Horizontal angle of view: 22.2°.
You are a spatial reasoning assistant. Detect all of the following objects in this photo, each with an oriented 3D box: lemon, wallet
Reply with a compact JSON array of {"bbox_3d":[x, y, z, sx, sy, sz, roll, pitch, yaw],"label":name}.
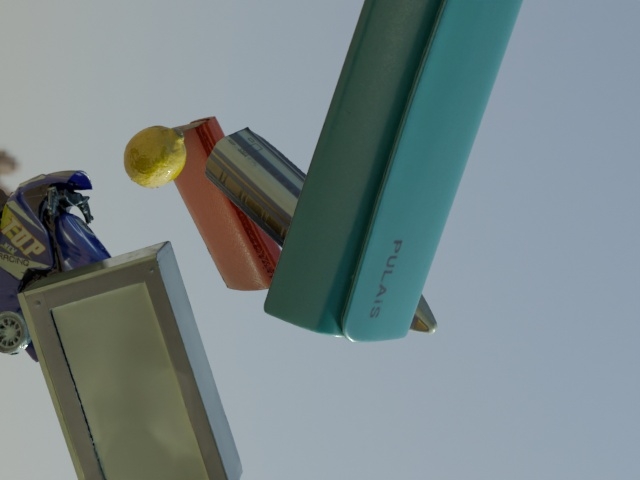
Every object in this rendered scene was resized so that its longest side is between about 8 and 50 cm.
[{"bbox_3d":[-0.172,-0.089,1.711,0.083,0.062,0.062,-40,-140,25],"label":"lemon"},{"bbox_3d":[-0.113,-0.041,1.857,0.142,0.045,0.204,-5,-67,62],"label":"wallet"}]

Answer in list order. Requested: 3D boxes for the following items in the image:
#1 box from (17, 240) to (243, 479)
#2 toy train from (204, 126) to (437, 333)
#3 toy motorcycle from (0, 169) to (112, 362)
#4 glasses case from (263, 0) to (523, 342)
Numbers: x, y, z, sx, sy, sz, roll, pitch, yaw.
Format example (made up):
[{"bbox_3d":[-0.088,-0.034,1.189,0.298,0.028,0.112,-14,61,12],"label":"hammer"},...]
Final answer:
[{"bbox_3d":[-0.166,0.130,1.445,0.086,0.129,0.225,-72,145,-81],"label":"box"},{"bbox_3d":[0.001,0.000,1.397,0.252,0.048,0.055,42,-52,23],"label":"toy train"},{"bbox_3d":[-0.250,0.039,1.617,0.169,0.315,0.113,-45,164,9],"label":"toy motorcycle"},{"bbox_3d":[0.060,-0.089,0.961,0.117,0.070,0.301,-6,117,-65],"label":"glasses case"}]
